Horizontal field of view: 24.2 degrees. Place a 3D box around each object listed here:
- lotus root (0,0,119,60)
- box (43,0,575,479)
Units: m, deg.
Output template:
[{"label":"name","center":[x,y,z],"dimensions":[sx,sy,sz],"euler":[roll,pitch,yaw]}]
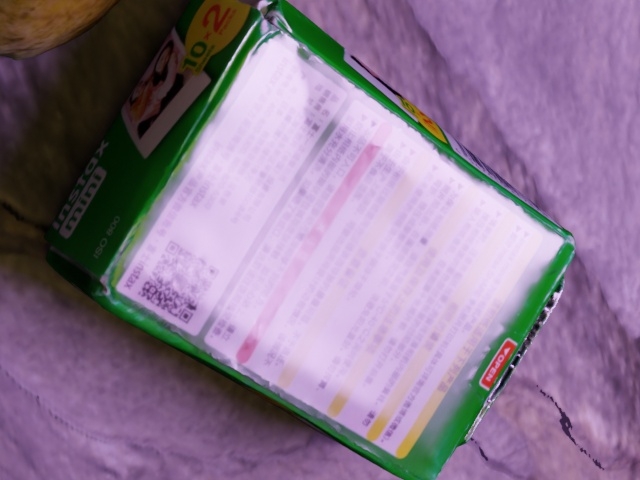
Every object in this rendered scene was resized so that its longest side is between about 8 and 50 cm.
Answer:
[{"label":"lotus root","center":[-0.140,-0.188,0.688],"dimensions":[0.183,0.078,0.204],"euler":[17,93,-28]},{"label":"box","center":[0.000,0.000,0.783],"dimensions":[0.250,0.103,0.180],"euler":[34,87,-26]}]
